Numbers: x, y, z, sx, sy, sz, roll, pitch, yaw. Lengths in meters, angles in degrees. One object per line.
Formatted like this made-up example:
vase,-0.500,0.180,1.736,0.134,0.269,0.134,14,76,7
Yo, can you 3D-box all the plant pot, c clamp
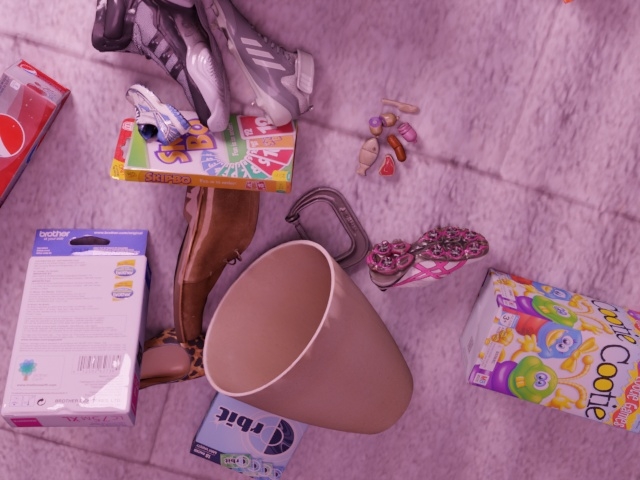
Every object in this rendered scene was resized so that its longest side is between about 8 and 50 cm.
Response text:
plant pot,0.008,0.180,1.658,0.256,0.256,0.274,-39,126,16
c clamp,0.000,0.000,1.685,0.137,0.022,0.160,-21,111,11

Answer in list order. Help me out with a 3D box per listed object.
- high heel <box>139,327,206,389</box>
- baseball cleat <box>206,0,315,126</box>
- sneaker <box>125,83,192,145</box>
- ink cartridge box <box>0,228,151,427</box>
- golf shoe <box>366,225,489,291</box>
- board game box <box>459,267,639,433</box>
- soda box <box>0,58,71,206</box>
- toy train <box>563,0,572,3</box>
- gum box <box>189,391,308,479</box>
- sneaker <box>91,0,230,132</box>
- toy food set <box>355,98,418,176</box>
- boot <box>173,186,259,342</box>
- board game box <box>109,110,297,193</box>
high heel,-0.266,0.213,1.695,0.261,0.186,0.093,1,114,2
baseball cleat,-0.075,-0.267,1.559,0.109,0.072,0.205,-28,114,-2
sneaker,-0.244,-0.177,1.558,0.058,0.135,0.052,-48,141,-8
ink cartridge box,-0.355,0.126,1.640,0.186,0.311,0.065,-1,150,3
golf shoe,0.166,0.031,1.677,0.186,0.067,0.086,-10,139,6
board game box,0.370,0.166,1.676,0.275,0.144,0.142,17,112,-6
soda box,-0.475,-0.131,1.613,0.092,0.083,0.263,34,111,-11
toy train,0.350,-0.409,1.489,0.125,0.046,0.166,33,120,11
gum box,-0.107,0.299,1.806,0.157,0.041,0.184,23,111,-8
sneaker,-0.228,-0.267,1.541,0.153,0.101,0.268,-17,106,10
toy food set,0.102,-0.144,1.621,0.078,0.019,0.122,13,113,-3
boot,-0.160,0.023,1.659,0.115,0.112,0.305,9,110,-9
board game box,-0.167,-0.131,1.581,0.260,0.124,0.039,3,142,2
